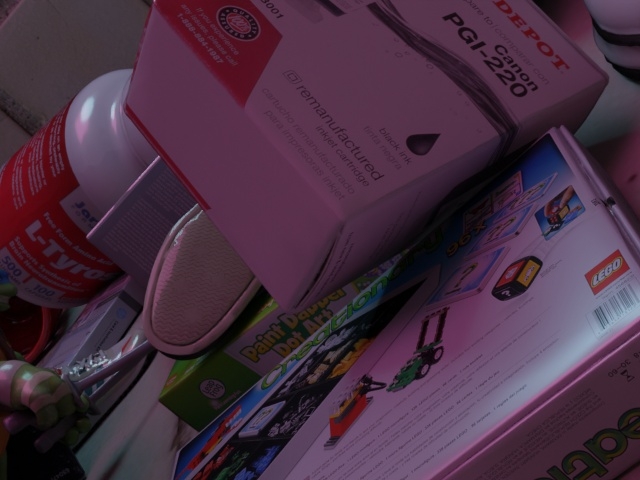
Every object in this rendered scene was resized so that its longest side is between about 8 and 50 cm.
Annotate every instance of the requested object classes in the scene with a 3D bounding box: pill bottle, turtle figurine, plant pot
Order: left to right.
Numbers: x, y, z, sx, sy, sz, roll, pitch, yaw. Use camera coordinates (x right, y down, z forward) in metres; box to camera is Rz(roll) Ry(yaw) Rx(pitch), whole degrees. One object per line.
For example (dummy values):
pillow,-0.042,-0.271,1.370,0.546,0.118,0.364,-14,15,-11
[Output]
plant pot,-0.499,0.099,1.569,0.191,0.191,0.174,-45,7,9
turtle figurine,-0.213,0.158,0.767,0.198,0.275,0.266,-1,77,54
pill bottle,-0.264,-0.077,1.285,0.408,0.229,0.229,-30,24,42

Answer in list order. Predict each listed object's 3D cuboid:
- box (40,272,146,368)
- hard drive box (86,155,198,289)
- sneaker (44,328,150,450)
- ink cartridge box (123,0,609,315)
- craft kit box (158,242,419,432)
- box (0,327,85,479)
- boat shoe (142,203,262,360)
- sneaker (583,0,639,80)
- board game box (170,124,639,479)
box,-0.289,0.124,1.232,0.145,0.038,0.186,-29,24,49
hard drive box,-0.106,-0.047,0.982,0.232,0.089,0.181,-49,-5,-9
sneaker,-0.243,0.143,1.009,0.161,0.075,0.057,-50,17,-7
ink cartridge box,0.029,-0.082,0.552,0.218,0.158,0.092,-28,-20,-36
craft kit box,0.000,0.000,0.772,0.250,0.061,0.246,-38,16,30
box,-0.421,0.165,0.956,0.183,0.296,0.294,-30,2,-42
boat shoe,-0.058,-0.005,0.745,0.079,0.084,0.233,86,-156,-57
sneaker,0.160,-0.269,0.621,0.169,0.257,0.447,-41,18,20
board game box,0.033,0.090,0.482,0.305,0.053,0.193,-42,19,19
